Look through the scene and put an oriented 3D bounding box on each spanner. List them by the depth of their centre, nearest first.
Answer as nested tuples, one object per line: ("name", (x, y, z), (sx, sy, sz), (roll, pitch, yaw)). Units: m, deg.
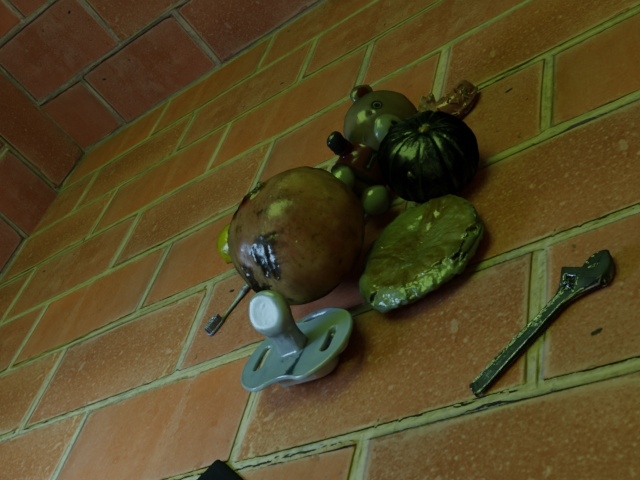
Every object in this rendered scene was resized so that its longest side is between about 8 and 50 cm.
("spanner", (0.362, 0.134, 1.393), (0.325, 0.026, 0.093), (-46, 28, -4))

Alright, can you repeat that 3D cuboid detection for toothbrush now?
("toothbrush", (-0.179, 0.099, 2.165), (0.024, 0.029, 0.354), (19, 64, 46))

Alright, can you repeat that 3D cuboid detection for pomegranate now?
("pomegranate", (-0.050, -0.011, 1.819), (0.322, 0.322, 0.322), (-32, 28, 20))

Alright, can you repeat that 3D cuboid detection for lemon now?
("lemon", (-0.220, 0.003, 2.276), (0.109, 0.109, 0.133), (4, 58, 55))

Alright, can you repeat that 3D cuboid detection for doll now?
("doll", (0.126, -0.203, 2.013), (0.330, 0.235, 0.174), (-64, 5, -19))

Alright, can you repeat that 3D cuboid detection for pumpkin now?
("pumpkin", (0.234, -0.183, 1.848), (0.220, 0.162, 0.221), (-8, 45, 8))

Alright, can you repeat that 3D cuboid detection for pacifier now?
("pacifier", (-0.069, 0.180, 1.700), (0.278, 0.207, 0.227), (-22, 29, 35))

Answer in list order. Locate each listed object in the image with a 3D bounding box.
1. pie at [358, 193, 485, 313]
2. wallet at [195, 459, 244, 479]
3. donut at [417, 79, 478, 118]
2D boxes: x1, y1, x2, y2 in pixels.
("pie", (0.205, 0.020, 1.718), (0.306, 0.071, 0.306), (-29, 32, 20))
("wallet", (-0.252, 0.564, 1.566), (0.323, 0.041, 0.247), (-47, 27, -16))
("donut", (0.307, -0.330, 2.104), (0.166, 0.065, 0.117), (-26, 30, 33))
